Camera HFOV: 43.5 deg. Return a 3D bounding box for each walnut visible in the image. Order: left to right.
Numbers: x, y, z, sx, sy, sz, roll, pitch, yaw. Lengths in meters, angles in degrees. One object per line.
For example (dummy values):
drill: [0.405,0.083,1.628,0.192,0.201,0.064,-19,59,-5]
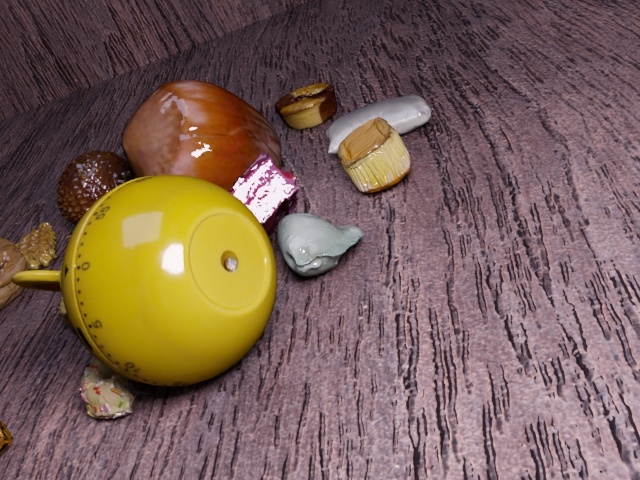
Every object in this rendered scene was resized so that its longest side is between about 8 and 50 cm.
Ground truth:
walnut: [-0.755,0.082,1.826,0.155,0.155,0.184,-2,38,34]

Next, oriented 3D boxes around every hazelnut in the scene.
hazelnut: [-0.262,-0.196,1.798,0.372,0.316,0.372,10,33,-7]

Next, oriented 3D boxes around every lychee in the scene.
lychee: [-0.558,-0.131,2.009,0.238,0.200,0.200,-20,26,33]

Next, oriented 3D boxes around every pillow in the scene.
pillow: [0.127,-0.264,1.830,0.253,0.078,0.144,-18,29,10]

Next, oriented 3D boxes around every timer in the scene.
timer: [-0.264,0.074,1.311,0.386,0.376,0.376,-15,27,45]

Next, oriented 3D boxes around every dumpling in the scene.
dumpling: [-0.007,0.010,1.466,0.149,0.105,0.216,14,8,-20]

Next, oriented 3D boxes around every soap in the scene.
soap: [-0.123,-0.052,1.534,0.162,0.099,0.250,-51,-4,-10]

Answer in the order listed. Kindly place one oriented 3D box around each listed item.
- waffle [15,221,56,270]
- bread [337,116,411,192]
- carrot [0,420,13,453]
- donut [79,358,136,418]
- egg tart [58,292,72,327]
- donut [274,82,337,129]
waffle: [-0.703,0.015,2.015,0.192,0.046,0.160,6,41,42]
bread: [0.112,-0.170,1.655,0.132,0.114,0.190,-30,19,9]
carrot: [-0.626,0.373,1.333,0.228,0.069,0.069,-28,29,-6]
donut: [-0.357,0.235,1.360,0.108,0.065,0.166,-18,29,12]
egg tart: [-0.423,0.064,1.651,0.294,0.116,0.295,-19,30,12]
donut: [-0.032,-0.351,2.104,0.166,0.073,0.184,-36,30,-21]
